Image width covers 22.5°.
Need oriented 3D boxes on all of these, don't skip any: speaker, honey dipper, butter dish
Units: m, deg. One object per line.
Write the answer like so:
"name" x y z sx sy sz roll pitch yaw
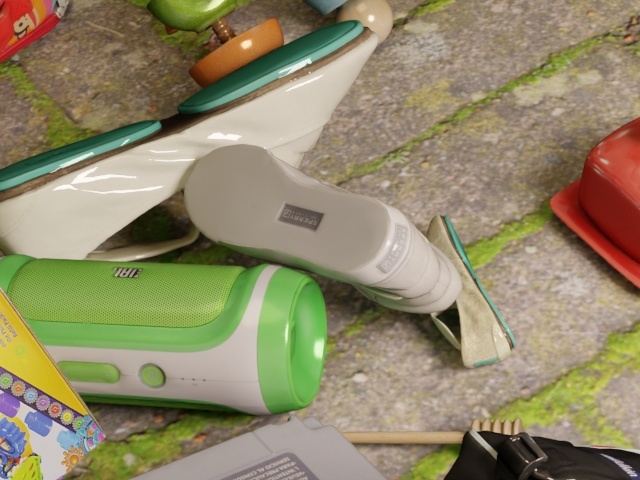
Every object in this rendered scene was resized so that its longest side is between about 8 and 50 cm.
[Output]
"speaker" -0.151 0.076 1.329 0.296 0.131 0.131 2 45 16
"honey dipper" 0.077 0.155 1.258 0.160 0.030 0.030 -4 43 16
"butter dish" 0.293 -0.058 1.359 0.160 0.118 0.160 -27 44 -15

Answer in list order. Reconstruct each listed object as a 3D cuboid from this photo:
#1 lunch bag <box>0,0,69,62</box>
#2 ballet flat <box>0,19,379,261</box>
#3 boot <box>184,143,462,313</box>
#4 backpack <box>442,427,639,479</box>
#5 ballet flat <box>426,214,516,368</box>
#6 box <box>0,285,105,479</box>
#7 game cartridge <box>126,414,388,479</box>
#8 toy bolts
"lunch bag" -0.429 -0.244 1.744 0.258 0.120 0.293 29 57 36
"ballet flat" -0.114 -0.072 1.480 0.400 0.139 0.139 -26 44 -13
"boot" 0.000 0.000 1.362 0.258 0.123 0.095 25 81 44
"backpack" 0.196 0.230 1.011 0.253 0.191 0.225 5 26 -42
"ballet flat" 0.110 0.041 1.351 0.052 0.057 0.168 -26 43 2
"box" -0.367 0.158 1.182 0.279 0.177 0.290 -43 23 -28
"game cartridge" -0.070 0.235 1.140 0.294 0.060 0.196 -18 37 -30
"toy bolts" -0.043 -0.227 1.654 0.228 0.158 0.218 -34 5 -7
